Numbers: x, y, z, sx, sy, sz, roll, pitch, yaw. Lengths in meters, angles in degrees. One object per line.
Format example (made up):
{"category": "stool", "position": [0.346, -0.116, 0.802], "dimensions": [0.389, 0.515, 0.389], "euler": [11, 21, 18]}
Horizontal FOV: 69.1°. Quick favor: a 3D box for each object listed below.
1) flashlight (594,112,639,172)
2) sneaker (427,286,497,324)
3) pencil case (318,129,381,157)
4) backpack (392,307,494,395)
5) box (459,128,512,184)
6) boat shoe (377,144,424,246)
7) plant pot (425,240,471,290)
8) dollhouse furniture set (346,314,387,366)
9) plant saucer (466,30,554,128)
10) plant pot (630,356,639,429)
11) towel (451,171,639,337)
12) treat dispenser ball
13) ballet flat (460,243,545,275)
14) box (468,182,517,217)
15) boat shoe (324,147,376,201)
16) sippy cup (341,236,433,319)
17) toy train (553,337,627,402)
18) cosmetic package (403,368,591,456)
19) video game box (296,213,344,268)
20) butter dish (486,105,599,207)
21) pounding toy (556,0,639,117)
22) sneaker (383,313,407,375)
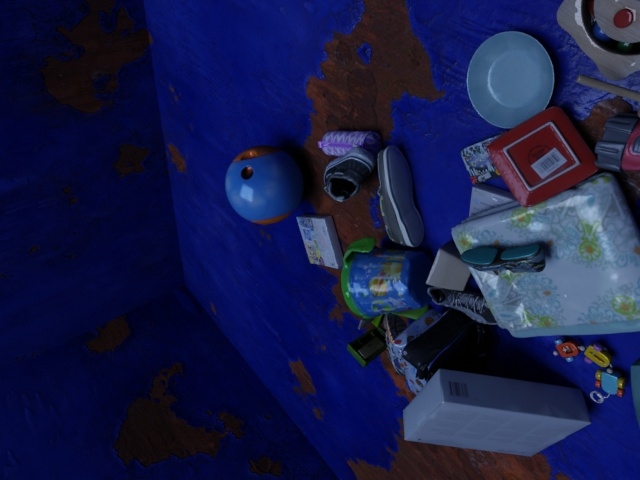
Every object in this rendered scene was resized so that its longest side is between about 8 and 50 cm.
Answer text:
{"category": "flashlight", "position": [0.621, -0.132, 0.748], "dimensions": [0.304, 0.103, 0.103], "euler": [26, 159, 38]}
{"category": "sneaker", "position": [0.385, 0.170, 1.260], "dimensions": [0.229, 0.132, 0.086], "euler": [14, 93, 51]}
{"category": "pencil case", "position": [0.091, -0.289, 1.405], "dimensions": [0.206, 0.088, 0.086], "euler": [17, 126, 51]}
{"category": "backpack", "position": [0.346, 0.354, 1.367], "dimensions": [0.213, 0.277, 0.263], "euler": [31, 144, 51]}
{"category": "box", "position": [0.400, -0.192, 1.084], "dimensions": [0.137, 0.027, 0.093], "euler": [-17, 100, 58]}
{"category": "boat shoe", "position": [0.212, -0.122, 1.333], "dimensions": [0.091, 0.109, 0.304], "euler": [5, 121, 49]}
{"category": "plant pot", "position": [0.360, 0.077, 1.255], "dimensions": [0.096, 0.109, 0.109], "euler": [25, 112, 22]}
{"category": "dollhouse furniture set", "position": [0.259, 0.394, 1.608], "dimensions": [0.301, 0.151, 0.197], "euler": [44, 144, 28]}
{"category": "plant saucer", "position": [0.399, -0.334, 0.969], "dimensions": [0.195, 0.038, 0.194], "euler": [36, 140, 37]}
{"category": "plant pot", "position": [0.717, 0.326, 0.888], "dimensions": [0.165, 0.166, 0.234], "euler": [-33, 79, 58]}
{"category": "towel", "position": [0.503, 0.057, 1.017], "dimensions": [0.375, 0.090, 0.320], "euler": [-21, 100, 51]}
{"category": "treat dispenser ball", "position": [-0.204, -0.203, 1.705], "dimensions": [0.288, 0.288, 0.288], "euler": [35, 139, 38]}
{"category": "ballet flat", "position": [0.397, 0.050, 1.016], "dimensions": [0.189, 0.070, 0.070], "euler": [-5, 109, 52]}
{"category": "box", "position": [0.435, -0.034, 1.141], "dimensions": [0.145, 0.038, 0.186], "euler": [28, 136, 42]}
{"category": "boat shoe", "position": [0.062, -0.182, 1.422], "dimensions": [0.121, 0.119, 0.335], "euler": [34, 166, -3]}
{"category": "sippy cup", "position": [0.220, 0.121, 1.413], "dimensions": [0.224, 0.306, 0.239], "euler": [-8, 78, 46]}
{"category": "toy train", "position": [0.636, 0.290, 1.087], "dimensions": [0.166, 0.046, 0.125], "euler": [58, 150, 14]}
{"category": "cosmetic package", "position": [0.442, 0.461, 1.221], "dimensions": [0.284, 0.378, 0.097], "euler": [106, 172, -46]}
{"category": "video game box", "position": [0.000, 0.000, 1.792], "dimensions": [0.187, 0.048, 0.205], "euler": [7, 118, 52]}
{"category": "butter dish", "position": [0.452, -0.163, 0.957], "dimensions": [0.160, 0.118, 0.159], "euler": [-31, 76, 19]}
{"category": "pounding toy", "position": [0.488, -0.332, 0.727], "dimensions": [0.269, 0.155, 0.154], "euler": [56, 152, 11]}
{"category": "sneaker", "position": [0.247, 0.342, 1.516], "dimensions": [0.083, 0.084, 0.214], "euler": [-37, 63, 51]}
